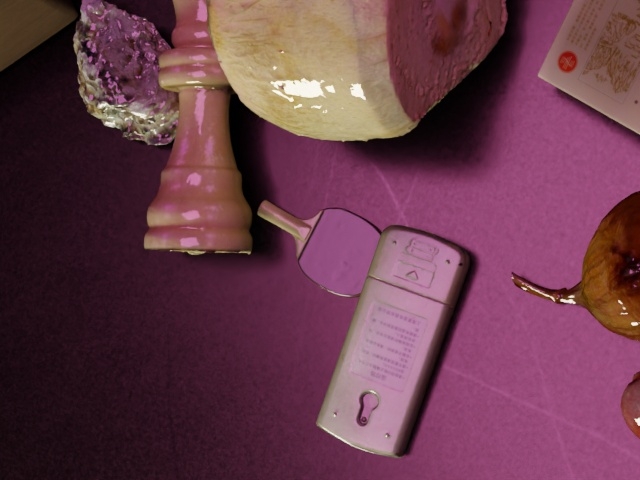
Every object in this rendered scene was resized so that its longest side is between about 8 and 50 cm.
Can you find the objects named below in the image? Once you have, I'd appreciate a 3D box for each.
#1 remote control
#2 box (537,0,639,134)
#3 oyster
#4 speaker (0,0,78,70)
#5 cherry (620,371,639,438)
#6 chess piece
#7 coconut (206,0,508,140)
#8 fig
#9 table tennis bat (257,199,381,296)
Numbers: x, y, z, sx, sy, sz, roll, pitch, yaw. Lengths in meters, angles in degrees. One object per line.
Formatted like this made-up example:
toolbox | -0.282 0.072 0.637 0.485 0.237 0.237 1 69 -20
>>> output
remote control | 0.076 0.103 1.411 0.098 0.038 0.233 20 93 17
box | 0.314 -0.215 1.310 0.141 0.058 0.201 34 111 29
oyster | -0.217 -0.186 1.524 0.177 0.064 0.125 37 92 8
speaker | -0.420 -0.274 1.533 0.231 0.192 0.153 -30 76 13
cherry | 0.346 0.149 1.290 0.126 0.087 0.106 18 96 22
chess piece | -0.122 -0.184 1.453 0.117 0.117 0.397 2 89 19
coconut | 0.021 -0.244 1.330 0.254 0.297 0.297 16 91 34
fig | 0.283 0.046 1.315 0.201 0.134 0.146 -29 31 38
table tennis bat | 0.000 0.000 1.460 0.156 0.013 0.087 30 96 18
